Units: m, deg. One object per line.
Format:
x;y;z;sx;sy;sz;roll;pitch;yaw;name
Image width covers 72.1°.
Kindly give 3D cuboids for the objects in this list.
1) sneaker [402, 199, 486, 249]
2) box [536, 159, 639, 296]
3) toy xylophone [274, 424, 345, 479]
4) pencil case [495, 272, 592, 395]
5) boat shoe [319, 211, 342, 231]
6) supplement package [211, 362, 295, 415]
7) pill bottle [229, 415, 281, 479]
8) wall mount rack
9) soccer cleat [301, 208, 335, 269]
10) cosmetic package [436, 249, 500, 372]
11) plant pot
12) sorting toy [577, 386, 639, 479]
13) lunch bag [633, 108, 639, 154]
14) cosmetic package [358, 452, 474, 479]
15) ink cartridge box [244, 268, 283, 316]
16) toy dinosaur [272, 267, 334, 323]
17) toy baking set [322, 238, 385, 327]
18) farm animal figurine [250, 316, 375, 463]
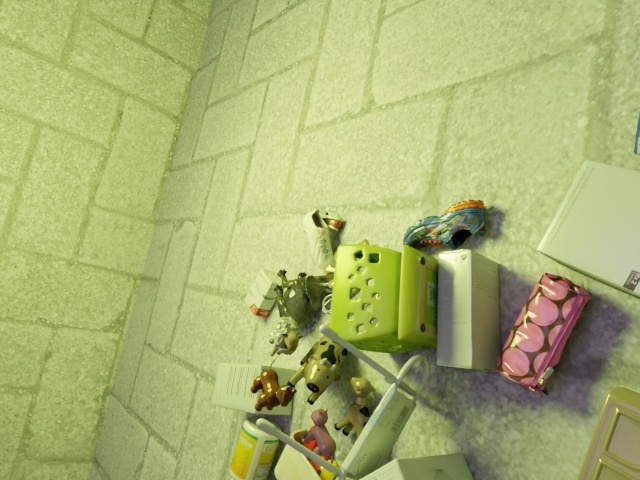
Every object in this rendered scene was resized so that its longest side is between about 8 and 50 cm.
0.283;-0.016;1.019;0.221;0.083;0.087;-31;61;43;sneaker
0.500;-0.014;0.725;0.182;0.119;0.181;36;103;50;box
-0.028;0.645;1.113;0.236;0.081;0.323;-60;40;14;toy xylophone
0.404;0.166;0.791;0.098;0.095;0.210;-100;31;-83;pencil case
0.017;-0.067;1.377;0.137;0.049;0.043;25;91;49;boat shoe
-0.209;0.455;1.360;0.244;0.139;0.134;-14;63;47;supplement package
-0.198;0.640;1.290;0.117;0.117;0.209;15;88;51;pill bottle
0.060;0.338;0.864;0.130;0.304;0.350;22;73;45;wall mount rack
0.000;0.000;1.321;0.076;0.068;0.196;-39;67;43;soccer cleat
0.303;0.145;0.899;0.085;0.117;0.231;-12;65;48;cosmetic package
0.172;0.132;0.980;0.207;0.228;0.227;-9;68;42;plant pot
0.532;0.373;0.601;0.307;0.041;0.229;19;86;51;sorting toy
0.597;-0.199;0.708;0.128;0.096;0.151;35;132;51;lunch bag
0.198;0.524;0.781;0.138;0.224;0.225;-46;45;27;cosmetic package
-0.195;0.181;1.520;0.099;0.056;0.135;44;110;48;ink cartridge box
-0.085;0.189;1.339;0.314;0.121;0.160;-53;35;17;toy dinosaur
0.091;0.123;1.191;0.196;0.030;0.257;-12;61;33;toy baking set
0.015;0.346;1.084;0.172;0.330;0.327;-53;14;25;farm animal figurine
